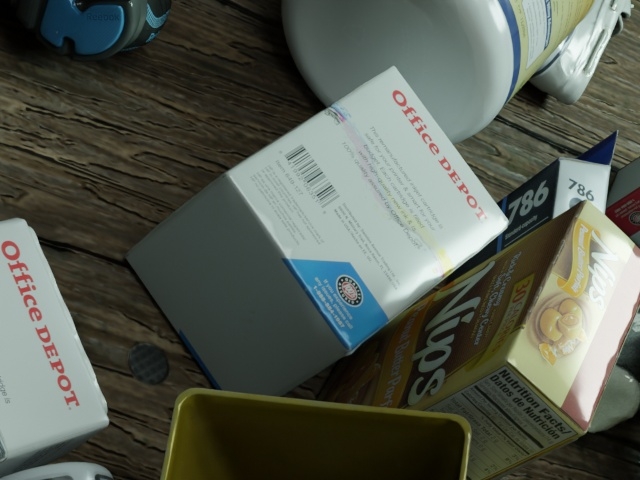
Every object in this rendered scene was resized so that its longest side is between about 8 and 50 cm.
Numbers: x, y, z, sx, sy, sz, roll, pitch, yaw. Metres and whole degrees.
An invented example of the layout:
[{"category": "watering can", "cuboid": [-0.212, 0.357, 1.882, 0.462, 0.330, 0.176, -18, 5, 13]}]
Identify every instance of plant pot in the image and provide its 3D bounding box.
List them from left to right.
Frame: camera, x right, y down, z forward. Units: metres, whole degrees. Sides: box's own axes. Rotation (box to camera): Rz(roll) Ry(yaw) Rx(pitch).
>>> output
[{"category": "plant pot", "cuboid": [-0.006, 0.250, 1.334, 0.212, 0.187, 0.212, 5, 61, 7]}]

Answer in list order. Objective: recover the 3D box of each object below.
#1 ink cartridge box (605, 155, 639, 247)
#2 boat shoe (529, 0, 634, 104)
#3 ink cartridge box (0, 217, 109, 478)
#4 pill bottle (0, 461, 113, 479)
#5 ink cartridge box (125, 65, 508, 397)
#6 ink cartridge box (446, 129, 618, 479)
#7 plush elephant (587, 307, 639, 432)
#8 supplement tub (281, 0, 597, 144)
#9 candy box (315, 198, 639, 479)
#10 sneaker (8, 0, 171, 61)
[{"category": "ink cartridge box", "cuboid": [0.393, -0.021, 1.854, 0.175, 0.127, 0.072, 40, 46, -13]}, {"category": "boat shoe", "cuboid": [0.283, -0.249, 1.923, 0.088, 0.096, 0.267, 41, 49, -16]}, {"category": "ink cartridge box", "cuboid": [-0.294, 0.098, 1.300, 0.237, 0.100, 0.172, -15, 76, -40]}, {"category": "pill bottle", "cuboid": [-0.179, 0.256, 1.295, 0.103, 0.103, 0.184, 1, 66, -36]}, {"category": "ink cartridge box", "cuboid": [0.000, 0.000, 1.524, 0.233, 0.168, 0.171, -34, 89, -43]}, {"category": "ink cartridge box", "cuboid": [0.173, 0.050, 1.628, 0.065, 0.165, 0.332, 29, 51, -19]}, {"category": "plush elephant", "cuboid": [0.347, 0.085, 1.695, 0.255, 0.330, 0.272, 37, 32, 15]}, {"category": "supplement tub", "cuboid": [0.134, -0.251, 1.721, 0.228, 0.228, 0.316, 48, 48, -5]}, {"category": "candy box", "cuboid": [0.104, 0.112, 1.438, 0.087, 0.316, 0.183, 41, 48, -11]}, {"category": "sneaker", "cuboid": [-0.258, -0.289, 1.554, 0.341, 0.125, 0.139, 53, 20, 4]}]
